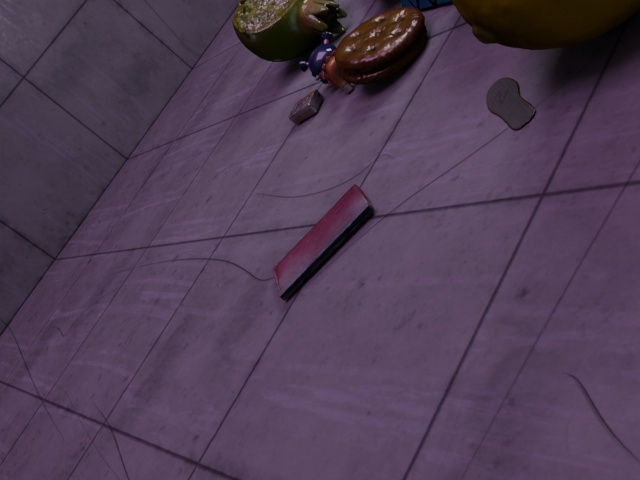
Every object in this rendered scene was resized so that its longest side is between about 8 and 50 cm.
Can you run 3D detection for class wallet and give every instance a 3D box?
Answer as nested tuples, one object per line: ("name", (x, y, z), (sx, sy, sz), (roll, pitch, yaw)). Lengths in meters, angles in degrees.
("wallet", (0.000, 0.000, 1.541), (0.232, 0.025, 0.119), (-45, 25, 11))

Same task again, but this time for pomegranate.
("pomegranate", (-0.064, -0.630, 2.382), (0.358, 0.216, 0.310), (28, 77, 35))

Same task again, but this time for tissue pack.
("tissue pack", (-0.035, -0.327, 2.071), (0.083, 0.035, 0.063), (-24, 35, 47))

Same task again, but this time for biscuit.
("biscuit", (0.133, -0.428, 1.846), (0.220, 0.066, 0.220), (-22, 35, 17))

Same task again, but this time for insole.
("insole", (0.304, -0.223, 1.363), (0.064, 0.004, 0.188), (-44, 24, 16))

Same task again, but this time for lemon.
("lemon", (0.336, -0.435, 1.223), (0.364, 0.364, 0.364), (-39, 26, 23))

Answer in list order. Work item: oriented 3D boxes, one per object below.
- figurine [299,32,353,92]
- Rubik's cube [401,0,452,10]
("figurine", (0.031, -0.423, 2.013), (0.111, 0.102, 0.195), (-48, 23, 1))
("Rubik's cube", (0.237, -0.644, 1.892), (0.190, 0.178, 0.211), (-53, 25, -15))
